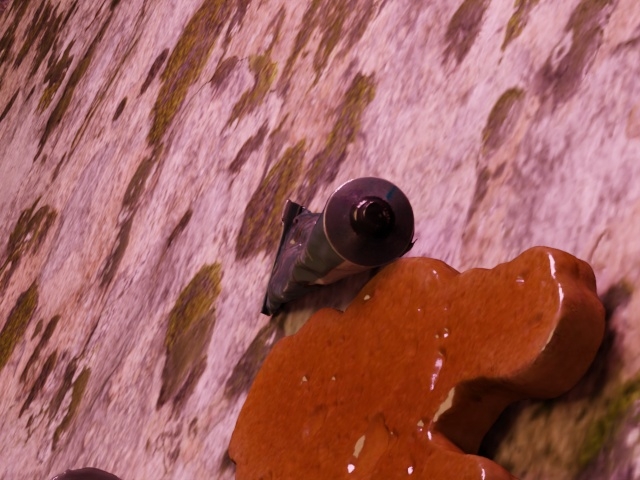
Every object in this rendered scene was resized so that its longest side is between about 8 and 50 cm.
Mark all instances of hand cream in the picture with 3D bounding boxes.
[{"bbox_3d":[0.000,-0.001,0.970,0.075,0.052,0.248,-50,8,-13],"label":"hand cream"}]

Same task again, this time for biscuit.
[{"bbox_3d":[0.036,0.090,0.812,0.186,0.044,0.295,-62,21,-12],"label":"biscuit"}]

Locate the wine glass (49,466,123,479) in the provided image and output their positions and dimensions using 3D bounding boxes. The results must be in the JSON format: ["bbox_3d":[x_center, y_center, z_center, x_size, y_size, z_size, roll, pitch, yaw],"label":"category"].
[{"bbox_3d":[-0.200,0.242,1.102,0.222,0.103,0.103,-43,28,42],"label":"wine glass"}]
